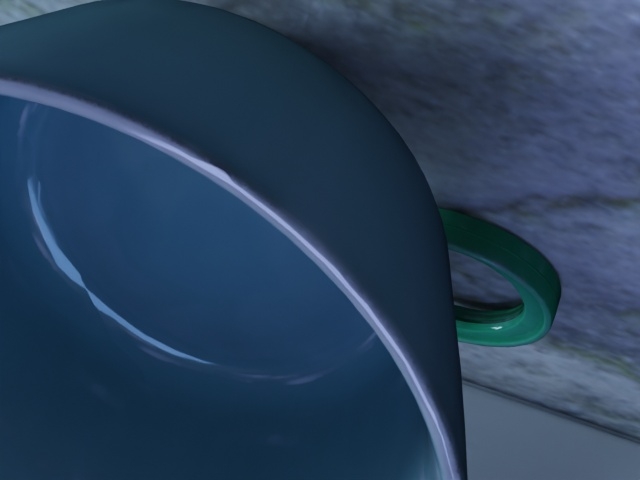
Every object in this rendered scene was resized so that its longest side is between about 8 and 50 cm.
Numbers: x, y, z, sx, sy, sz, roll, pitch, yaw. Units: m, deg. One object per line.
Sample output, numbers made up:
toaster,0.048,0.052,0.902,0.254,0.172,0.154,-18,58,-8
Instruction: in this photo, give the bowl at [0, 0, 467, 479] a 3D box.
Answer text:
bowl,-0.069,0.027,0.665,0.311,0.163,0.311,12,129,16

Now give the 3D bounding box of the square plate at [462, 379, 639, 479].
square plate,-0.017,0.182,0.766,0.344,0.347,0.049,18,133,10

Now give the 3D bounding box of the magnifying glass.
magnifying glass,0.000,0.000,0.770,0.231,0.026,0.092,18,153,12
